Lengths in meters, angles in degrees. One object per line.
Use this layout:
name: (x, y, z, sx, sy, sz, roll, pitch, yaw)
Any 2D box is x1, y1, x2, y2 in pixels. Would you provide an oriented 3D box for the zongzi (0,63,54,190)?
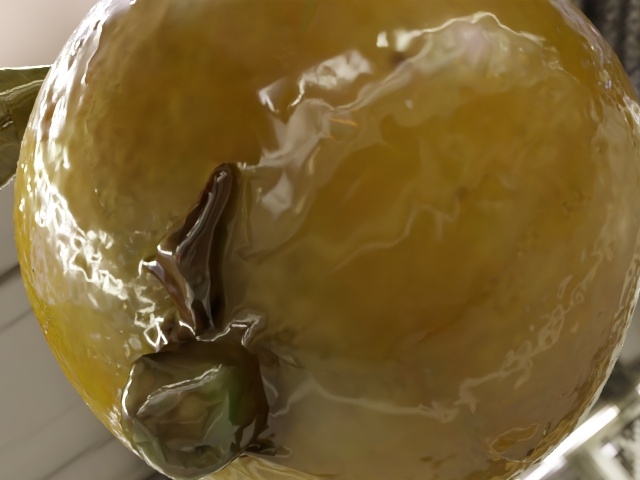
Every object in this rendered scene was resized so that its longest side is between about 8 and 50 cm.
zongzi: (-0.289, -0.089, 1.022, 0.256, 0.228, 0.115, -44, -31, -20)

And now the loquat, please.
loquat: (0.000, 0.000, 0.774, 0.328, 0.328, 0.359, -54, 0, 34)
